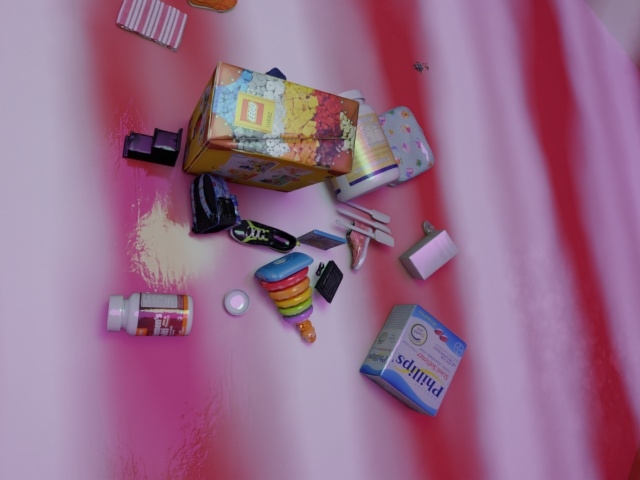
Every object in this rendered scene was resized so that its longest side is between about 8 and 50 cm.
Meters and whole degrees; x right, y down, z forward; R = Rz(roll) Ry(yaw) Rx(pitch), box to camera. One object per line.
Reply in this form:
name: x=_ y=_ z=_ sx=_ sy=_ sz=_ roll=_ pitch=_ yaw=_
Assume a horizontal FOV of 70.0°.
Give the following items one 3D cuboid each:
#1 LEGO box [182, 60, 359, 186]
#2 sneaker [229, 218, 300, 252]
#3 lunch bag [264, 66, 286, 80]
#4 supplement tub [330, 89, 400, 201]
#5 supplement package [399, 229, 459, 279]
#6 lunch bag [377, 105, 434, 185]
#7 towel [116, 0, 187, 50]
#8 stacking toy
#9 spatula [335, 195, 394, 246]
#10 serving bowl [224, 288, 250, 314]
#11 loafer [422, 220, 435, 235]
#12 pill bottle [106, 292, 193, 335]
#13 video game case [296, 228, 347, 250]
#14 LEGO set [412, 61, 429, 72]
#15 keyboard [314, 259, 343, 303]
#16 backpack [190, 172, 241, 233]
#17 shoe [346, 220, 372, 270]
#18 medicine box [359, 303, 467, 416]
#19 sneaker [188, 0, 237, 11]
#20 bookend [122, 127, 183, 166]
LEGO box: x=-0.171 y=-0.285 z=1.315 sx=0.372 sy=0.500 sz=0.193 roll=9 pitch=86 yaw=-23
sneaker: x=-0.177 y=-0.022 z=1.496 sx=0.234 sy=0.097 sz=0.084 roll=14 pitch=75 yaw=-21
lunch bag: x=-0.174 y=-0.551 z=1.612 sx=0.067 sy=0.065 sz=0.099 roll=40 pitch=66 yaw=-30
supplement tub: x=0.114 y=-0.326 z=1.602 sx=0.240 sy=0.241 sz=0.332 roll=-23 pitch=91 yaw=-26
supplement package: x=0.407 y=0.053 z=1.719 sx=0.179 sy=0.105 sz=0.105 roll=-36 pitch=97 yaw=-11
lunch bag: x=0.290 y=-0.364 z=1.762 sx=0.223 sy=0.108 sz=0.279 roll=-30 pitch=93 yaw=-22
towel: x=-0.547 y=-0.721 z=1.497 sx=0.196 sy=0.029 sz=0.144 roll=18 pitch=74 yaw=-23
stacking toy: x=-0.082 y=0.204 z=1.488 sx=0.165 sy=0.175 sz=0.302 roll=-26 pitch=106 yaw=-27
spatula: x=0.162 y=-0.073 z=1.662 sx=0.241 sy=0.019 sz=0.168 roll=22 pitch=46 yaw=-20
serving bowl: x=-0.266 y=0.196 z=1.456 sx=0.083 sy=0.027 sz=0.084 roll=5 pitch=78 yaw=-23
loafer: x=0.445 y=-0.022 z=1.807 sx=0.045 sy=0.039 sz=0.125 roll=-23 pitch=91 yaw=-25
pill bottle: x=-0.484 y=0.211 z=1.304 sx=0.220 sy=0.121 sz=0.121 roll=5 pitch=78 yaw=-23
video game case: x=0.000 y=0.000 z=1.533 sx=0.119 sy=0.166 sz=0.015 roll=18 pitch=73 yaw=-20
LEGO set: x=0.429 y=-0.740 z=1.937 sx=0.083 sy=0.023 sz=0.054 roll=-37 pitch=96 yaw=-25
keyboard: x=0.027 y=0.126 z=1.550 sx=0.108 sy=0.023 sz=0.180 roll=49 pitch=30 yaw=-10
backpack: x=-0.331 y=-0.118 z=1.414 sx=0.116 sy=0.158 sz=0.174 roll=-6 pitch=80 yaw=-43
shoe: x=0.125 y=0.016 z=1.647 sx=0.081 sy=0.063 sz=0.178 roll=27 pitch=66 yaw=-16
medicine box: x=0.331 y=0.417 z=1.618 sx=0.263 sy=0.149 sz=0.289 roll=39 pitch=67 yaw=-13
sneaker: x=-0.368 y=-0.833 z=1.573 sx=0.174 sy=0.067 sz=0.064 roll=-11 pitch=84 yaw=-27
bookend: x=-0.504 y=-0.291 z=1.366 sx=0.157 sy=0.156 sz=0.073 roll=8 pitch=78 yaw=-22
